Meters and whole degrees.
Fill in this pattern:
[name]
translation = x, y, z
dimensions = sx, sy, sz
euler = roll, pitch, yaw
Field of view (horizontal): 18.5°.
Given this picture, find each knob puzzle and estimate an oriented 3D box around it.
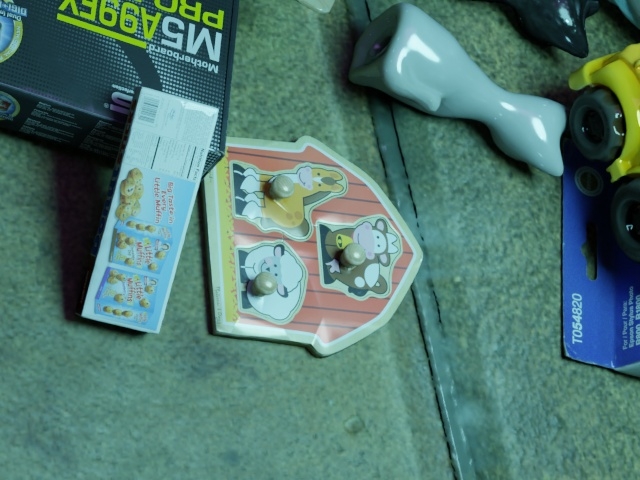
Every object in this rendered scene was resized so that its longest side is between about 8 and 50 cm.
[knob puzzle]
translation = 0.000, 0.000, 1.589
dimensions = 0.213, 0.030, 0.213
euler = 12, 63, -23

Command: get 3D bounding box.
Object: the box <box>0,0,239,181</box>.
[box]
translation = -0.198, -0.181, 1.539
dimensions = 0.270, 0.060, 0.216
euler = 17, 57, -21

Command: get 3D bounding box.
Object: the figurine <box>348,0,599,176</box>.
[figurine]
translation = 0.147, -0.176, 1.717
dimensions = 0.209, 0.092, 0.215
euler = 26, 59, -20

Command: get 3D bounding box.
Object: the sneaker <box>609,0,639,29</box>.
[sneaker]
translation = 0.270, -0.287, 1.809
dimensions = 0.366, 0.150, 0.135
euler = 44, 78, -32

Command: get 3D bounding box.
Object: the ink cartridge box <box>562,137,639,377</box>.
[ink cartridge box]
translation = 0.319, 0.022, 1.740
dimensions = 0.224, 0.045, 0.223
euler = 14, 62, -22

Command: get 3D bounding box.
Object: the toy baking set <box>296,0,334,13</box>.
[toy baking set]
translation = -0.072, -0.294, 1.633
dimensions = 0.196, 0.030, 0.256
euler = 9, 43, -29

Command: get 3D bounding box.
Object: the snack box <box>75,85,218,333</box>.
[snack box]
translation = -0.131, -0.022, 1.483
dimensions = 0.064, 0.022, 0.178
euler = 15, 91, -23

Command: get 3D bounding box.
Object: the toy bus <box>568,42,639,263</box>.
[toy bus]
translation = 0.333, -0.094, 1.646
dimensions = 0.149, 0.211, 0.220
euler = -14, 73, -28
